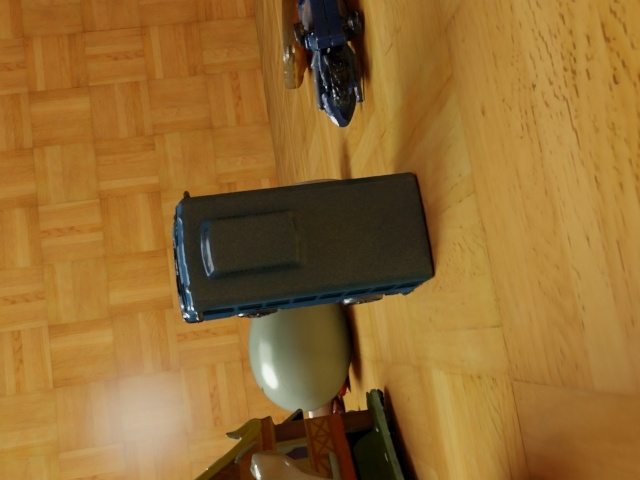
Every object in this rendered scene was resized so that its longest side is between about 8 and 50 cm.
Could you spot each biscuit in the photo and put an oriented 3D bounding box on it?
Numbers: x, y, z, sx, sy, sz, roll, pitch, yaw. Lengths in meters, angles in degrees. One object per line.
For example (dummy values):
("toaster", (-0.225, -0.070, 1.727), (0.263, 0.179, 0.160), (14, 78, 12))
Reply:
("biscuit", (-0.044, -0.371, 1.168), (0.170, 0.050, 0.170), (179, 90, -89))

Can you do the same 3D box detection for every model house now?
("model house", (-0.027, 0.405, 0.779), (0.357, 0.313, 0.242), (-108, 10, -53))

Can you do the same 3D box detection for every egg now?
("egg", (-0.037, 0.171, 1.129), (0.183, 0.183, 0.264), (97, 170, -65))

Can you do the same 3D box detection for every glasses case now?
("glasses case", (0.033, 0.414, 1.392), (0.102, 0.070, 0.193), (25, -129, -64))

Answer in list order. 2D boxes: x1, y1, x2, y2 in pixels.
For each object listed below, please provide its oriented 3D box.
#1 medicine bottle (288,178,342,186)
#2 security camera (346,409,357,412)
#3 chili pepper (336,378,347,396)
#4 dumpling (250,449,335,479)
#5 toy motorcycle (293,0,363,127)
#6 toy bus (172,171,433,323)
("medicine bottle", (0.000, 0.000, 0.952), (0.105, 0.105, 0.168), (125, 137, -80))
("security camera", (0.056, 0.351, 1.161), (0.092, 0.058, 0.058), (108, 156, -49))
("chili pepper", (0.006, 0.217, 1.269), (0.086, 0.084, 0.192), (-18, 80, 50))
("dumpling", (0.088, 0.307, 0.366), (0.315, 0.233, 0.395), (37, -160, -53))
("toy motorcycle", (0.008, -0.247, 0.759), (0.114, 0.076, 0.205), (68, -169, -80))
("toy bus", (-0.024, 0.008, 0.601), (0.133, 0.234, 0.116), (124, 138, -77))
